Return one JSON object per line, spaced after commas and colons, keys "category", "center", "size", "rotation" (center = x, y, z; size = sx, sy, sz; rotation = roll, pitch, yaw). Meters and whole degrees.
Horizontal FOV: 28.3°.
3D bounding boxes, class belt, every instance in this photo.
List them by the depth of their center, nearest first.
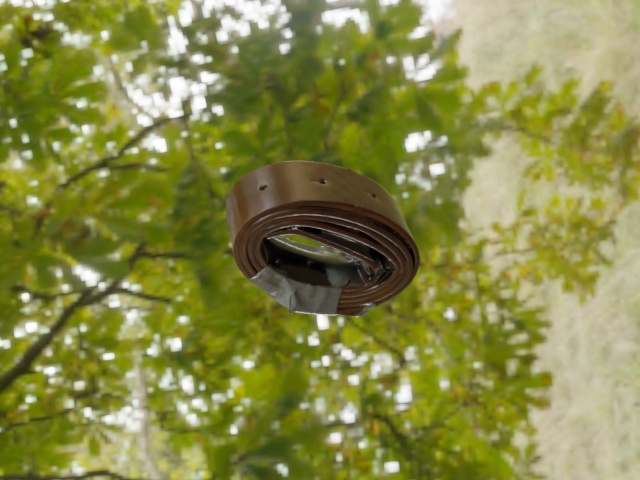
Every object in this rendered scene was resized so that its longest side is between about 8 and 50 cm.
{"category": "belt", "center": [0.000, 0.000, 1.667], "size": [0.261, 0.184, 0.105], "rotation": [21, -149, -31]}
